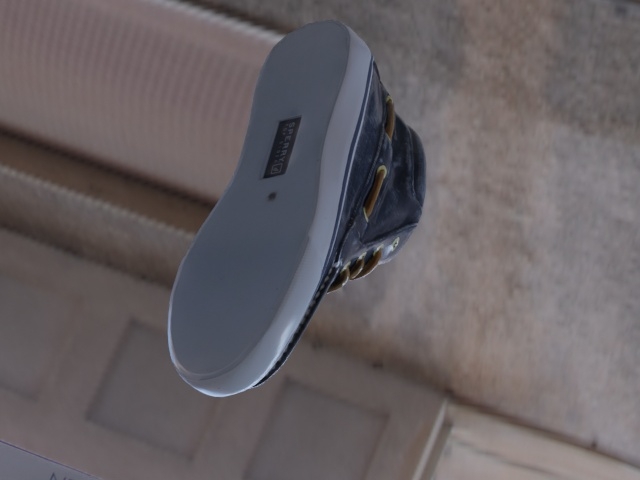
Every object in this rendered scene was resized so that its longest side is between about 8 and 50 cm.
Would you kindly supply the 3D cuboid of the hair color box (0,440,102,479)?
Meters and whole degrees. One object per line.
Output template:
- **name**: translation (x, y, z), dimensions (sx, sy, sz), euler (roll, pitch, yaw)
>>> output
- **hair color box**: translation (-0.243, 0.248, 0.886), dimensions (0.185, 0.110, 0.339), euler (21, -106, 1)

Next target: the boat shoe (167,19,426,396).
- **boat shoe**: translation (0.000, 0.000, 0.763), dimensions (0.065, 0.083, 0.183), euler (-7, -130, 35)
